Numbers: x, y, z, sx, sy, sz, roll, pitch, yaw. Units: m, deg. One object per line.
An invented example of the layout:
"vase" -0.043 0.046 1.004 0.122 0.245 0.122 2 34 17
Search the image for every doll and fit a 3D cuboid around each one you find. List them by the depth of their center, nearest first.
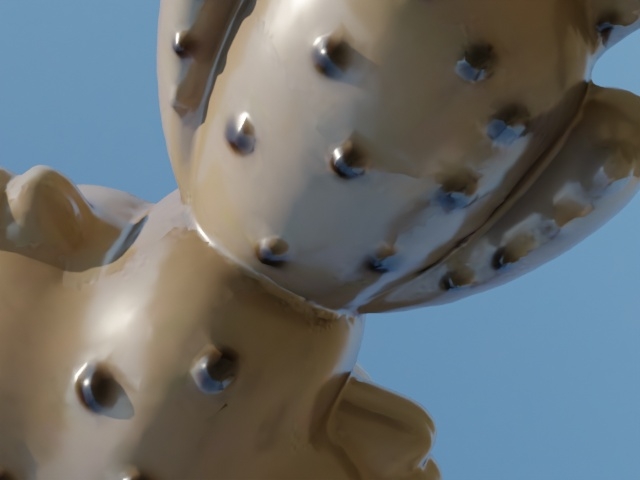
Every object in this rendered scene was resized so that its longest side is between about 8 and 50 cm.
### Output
"doll" -0.001 -0.002 0.474 0.154 0.278 0.119 41 -162 -5
